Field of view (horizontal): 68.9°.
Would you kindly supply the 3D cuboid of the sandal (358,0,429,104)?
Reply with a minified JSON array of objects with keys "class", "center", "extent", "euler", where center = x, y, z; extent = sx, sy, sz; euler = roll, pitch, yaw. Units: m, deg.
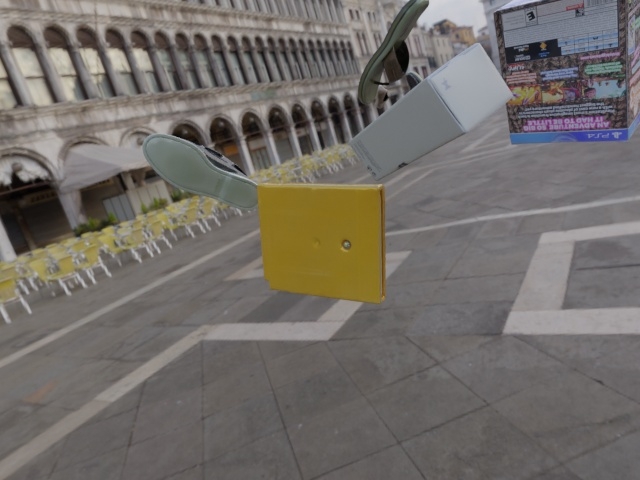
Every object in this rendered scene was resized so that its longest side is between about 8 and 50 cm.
[{"class":"sandal","center":[0.181,-0.444,1.142],"extent":[0.120,0.086,0.302],"euler":[-52,-1,-40]}]

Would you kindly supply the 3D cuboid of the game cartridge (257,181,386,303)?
[{"class":"game cartridge","center":[0.000,0.000,1.145],"extent":[0.324,0.284,0.053],"euler":[5,17,26]}]

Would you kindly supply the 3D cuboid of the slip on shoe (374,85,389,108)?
[{"class":"slip on shoe","center":[0.222,-0.508,1.663],"extent":[0.041,0.051,0.135],"euler":[27,-7,15]}]

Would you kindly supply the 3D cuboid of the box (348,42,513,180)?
[{"class":"box","center":[0.158,-0.189,0.747],"extent":[0.113,0.094,0.275],"euler":[-38,7,-18]}]

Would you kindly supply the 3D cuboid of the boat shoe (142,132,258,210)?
[{"class":"boat shoe","center":[-0.319,-0.196,1.294],"extent":[0.341,0.127,0.113],"euler":[21,16,-20]}]

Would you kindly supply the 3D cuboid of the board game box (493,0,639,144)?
[{"class":"board game box","center":[0.511,-0.359,0.951],"extent":[0.232,0.290,0.141],"euler":[10,40,44]}]

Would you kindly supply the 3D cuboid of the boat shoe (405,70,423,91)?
[{"class":"boat shoe","center":[0.327,-0.491,1.555],"extent":[0.049,0.152,0.056],"euler":[-38,8,-19]}]
